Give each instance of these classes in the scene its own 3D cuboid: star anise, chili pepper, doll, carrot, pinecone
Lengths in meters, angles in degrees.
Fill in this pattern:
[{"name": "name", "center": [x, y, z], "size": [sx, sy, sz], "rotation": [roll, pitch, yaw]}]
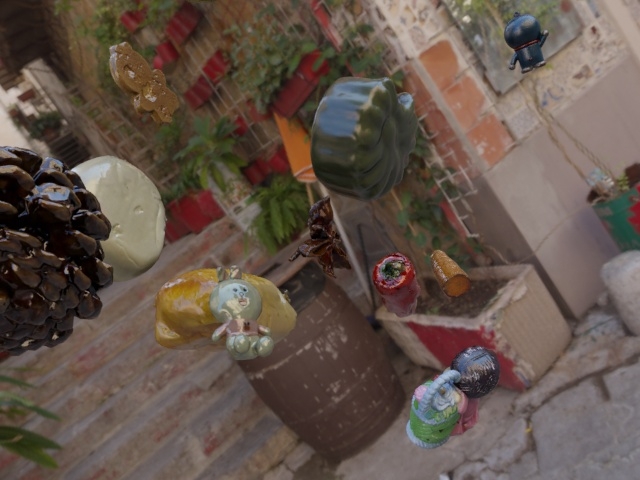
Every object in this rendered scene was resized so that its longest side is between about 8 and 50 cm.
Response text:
[{"name": "star anise", "center": [0.004, -0.006, 1.399], "size": [0.111, 0.196, 0.212], "rotation": [0, -10, 33]}, {"name": "chili pepper", "center": [0.198, 0.118, 1.429], "size": [0.110, 0.110, 0.387], "rotation": [-35, -31, -1]}, {"name": "doll", "center": [0.514, -0.501, 1.433], "size": [0.114, 0.152, 0.085], "rotation": [-20, 7, 25]}, {"name": "carrot", "center": [0.317, 0.070, 1.446], "size": [0.072, 0.072, 0.205], "rotation": [-34, 22, 9]}, {"name": "pinecone", "center": [-0.579, 0.008, 1.010], "size": [0.397, 0.398, 0.398], "rotation": [-34, 7, 5]}, {"name": "doll", "center": [-0.210, 0.192, 1.443], "size": [0.154, 0.275, 0.113], "rotation": [-4, -41, -27]}]

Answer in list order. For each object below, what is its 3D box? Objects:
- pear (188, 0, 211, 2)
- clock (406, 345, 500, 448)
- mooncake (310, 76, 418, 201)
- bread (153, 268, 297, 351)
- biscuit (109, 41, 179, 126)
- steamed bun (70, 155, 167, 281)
[{"name": "pear", "center": [-0.394, -0.951, 1.926], "size": [0.294, 0.294, 0.294], "rotation": [-34, 7, 5]}, {"name": "clock", "center": [0.269, 0.312, 1.149], "size": [0.193, 0.100, 0.196], "rotation": [-14, -48, -35]}, {"name": "mooncake", "center": [0.126, -0.273, 1.542], "size": [0.187, 0.351, 0.351], "rotation": [20, 38, 25]}, {"name": "bread", "center": [-0.307, 0.207, 1.767], "size": [0.360, 0.250, 0.394], "rotation": [-10, -15, 21]}, {"name": "biscuit", "center": [-0.502, -0.439, 1.609], "size": [0.035, 0.249, 0.184], "rotation": [-18, 44, 28]}, {"name": "steamed bun", "center": [-0.602, -0.057, 1.564], "size": [0.232, 0.312, 0.334], "rotation": [-16, 51, 22]}]
